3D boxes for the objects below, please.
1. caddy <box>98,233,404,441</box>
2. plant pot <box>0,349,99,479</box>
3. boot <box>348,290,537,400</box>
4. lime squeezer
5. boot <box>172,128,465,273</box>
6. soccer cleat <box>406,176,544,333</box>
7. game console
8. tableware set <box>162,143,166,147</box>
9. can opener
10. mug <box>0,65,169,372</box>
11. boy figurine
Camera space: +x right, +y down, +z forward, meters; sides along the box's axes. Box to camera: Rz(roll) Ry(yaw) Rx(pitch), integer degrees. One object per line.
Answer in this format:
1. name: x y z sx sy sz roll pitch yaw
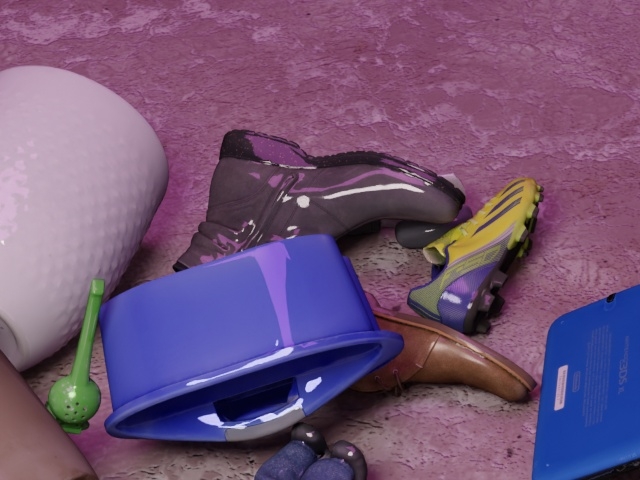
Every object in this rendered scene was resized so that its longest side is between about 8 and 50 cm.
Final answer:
1. caddy: -0.080 0.129 1.819 0.341 0.241 0.179 -18 74 6
2. plant pot: -0.393 0.239 1.717 0.280 0.323 0.323 32 49 18
3. boot: 0.102 0.144 1.939 0.305 0.112 0.115 19 74 22
4. lime squeezer: -0.281 0.165 1.818 0.059 0.310 0.110 -7 63 -23
5. boot: 0.000 0.000 2.077 0.338 0.118 0.222 10 70 19
6. soccer cleat: 0.198 0.003 2.080 0.121 0.093 0.289 18 44 15
7. game console: 0.395 0.193 1.867 0.250 0.173 0.293 -25 28 28
8. tableware set: -0.285 -0.089 2.330 0.104 0.024 0.154 4 40 18
9. can opener: 0.056 -0.029 2.162 0.283 0.076 0.095 -8 37 -1
10. mug: -0.415 -0.023 2.034 0.374 0.276 0.328 19 50 4
11. boy figurine: -0.061 0.312 1.720 0.177 0.092 0.285 19 45 28
